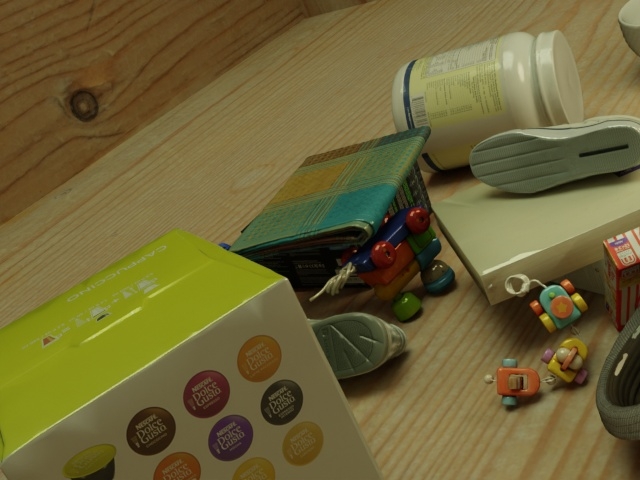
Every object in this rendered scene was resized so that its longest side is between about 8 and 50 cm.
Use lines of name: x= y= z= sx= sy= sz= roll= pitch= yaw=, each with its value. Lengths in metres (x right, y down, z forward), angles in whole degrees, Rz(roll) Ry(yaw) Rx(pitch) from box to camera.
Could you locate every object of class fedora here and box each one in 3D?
fedora: x=0.413 y=0.126 z=0.962 sx=0.275 sy=0.124 sz=0.244 roll=-50 pitch=6 yaw=-40

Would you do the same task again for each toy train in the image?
toy train: x=0.269 y=0.124 z=1.152 sx=0.125 sy=0.166 sz=0.046 roll=5 pitch=-7 yaw=12
toy train: x=0.100 y=0.068 z=1.442 sx=0.248 sy=0.143 sz=0.105 roll=-43 pitch=16 yaw=-28

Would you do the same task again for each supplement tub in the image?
supplement tub: x=0.329 y=-0.273 z=1.830 sx=0.325 sy=0.235 sz=0.235 roll=-10 pitch=26 yaw=29

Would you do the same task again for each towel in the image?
towel: x=0.027 y=-0.082 z=1.605 sx=0.271 sy=0.040 sz=0.370 roll=-11 pitch=25 yaw=29

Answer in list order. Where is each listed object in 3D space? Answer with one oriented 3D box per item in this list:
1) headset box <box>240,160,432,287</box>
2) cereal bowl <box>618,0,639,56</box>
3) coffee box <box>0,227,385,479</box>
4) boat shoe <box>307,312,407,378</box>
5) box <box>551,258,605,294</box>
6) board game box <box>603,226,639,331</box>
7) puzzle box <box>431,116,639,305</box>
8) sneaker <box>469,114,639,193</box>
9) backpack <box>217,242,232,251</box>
headset box: x=0.041 y=-0.041 z=1.730 sx=0.246 sy=0.131 sz=0.283 roll=-2 pitch=31 yaw=37
cereal bowl: x=0.785 y=-0.440 z=1.871 sx=0.339 sy=0.141 sz=0.339 roll=-21 pitch=22 yaw=9
coffee box: x=-0.183 y=0.225 z=1.108 sx=0.338 sy=0.334 sz=0.338 roll=-32 pitch=24 yaw=-19
boat shoe: x=-0.030 y=0.171 z=1.392 sx=0.320 sy=0.118 sz=0.103 roll=-15 pitch=-14 yaw=27
box: x=0.390 y=-0.003 z=1.363 sx=0.130 sy=0.091 sz=0.170 roll=-35 pitch=25 yaw=-23
board game box: x=0.423 y=0.032 z=1.137 sx=0.147 sy=0.193 sz=0.045 roll=-22 pitch=59 yaw=6
puzzle box: x=0.381 y=-0.062 z=1.314 sx=0.409 sy=0.052 sz=0.272 roll=-23 pitch=23 yaw=2
sneaker: x=0.343 y=-0.122 z=1.324 sx=0.258 sy=0.094 sz=0.091 roll=-2 pitch=13 yaw=32
backpack: x=-0.184 y=0.056 z=1.749 sx=0.120 sy=0.101 sz=0.098 roll=16 pitch=32 yaw=17
